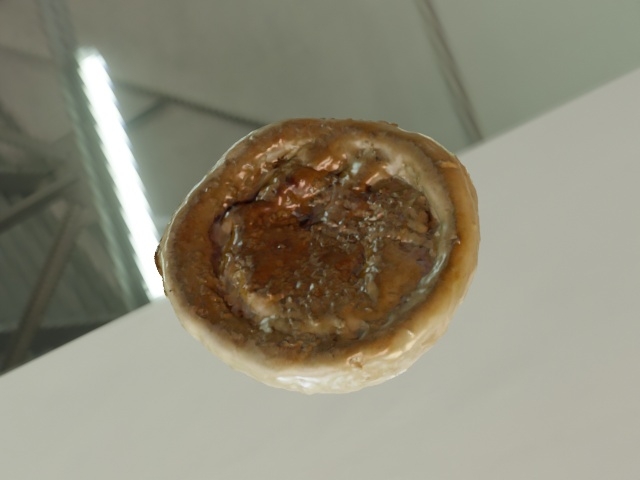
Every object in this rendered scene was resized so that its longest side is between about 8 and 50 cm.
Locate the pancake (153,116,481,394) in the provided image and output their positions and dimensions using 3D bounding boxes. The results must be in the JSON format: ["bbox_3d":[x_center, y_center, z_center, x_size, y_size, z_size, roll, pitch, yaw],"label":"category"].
[{"bbox_3d":[0.000,0.000,0.660,0.022,0.139,0.139,66,-162,-54],"label":"pancake"}]
